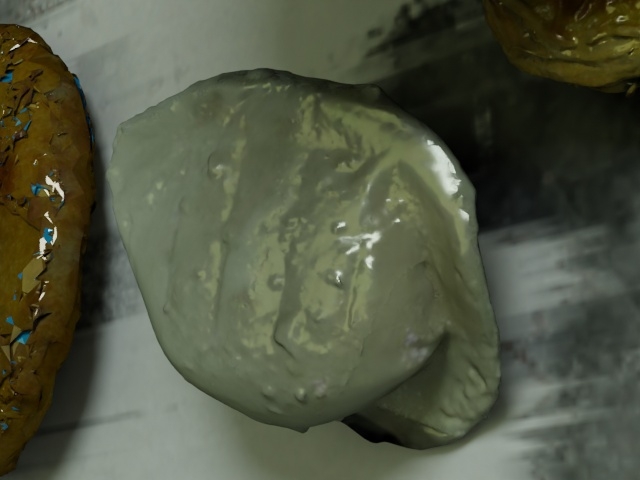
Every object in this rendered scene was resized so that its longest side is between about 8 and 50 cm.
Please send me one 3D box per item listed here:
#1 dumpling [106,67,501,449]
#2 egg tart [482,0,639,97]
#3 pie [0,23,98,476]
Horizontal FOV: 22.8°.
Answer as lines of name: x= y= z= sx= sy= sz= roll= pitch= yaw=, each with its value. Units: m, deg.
dumpling: x=0.000 y=0.001 z=0.631 sx=0.150 sy=0.092 sz=0.176 roll=-52 pitch=52 yaw=29
egg tart: x=0.112 y=-0.112 z=0.570 sx=0.130 sy=0.052 sz=0.130 roll=-10 pitch=75 yaw=42
pie: x=-0.199 y=0.004 z=0.845 sx=0.273 sy=0.069 sz=0.273 roll=-7 pitch=79 yaw=42
